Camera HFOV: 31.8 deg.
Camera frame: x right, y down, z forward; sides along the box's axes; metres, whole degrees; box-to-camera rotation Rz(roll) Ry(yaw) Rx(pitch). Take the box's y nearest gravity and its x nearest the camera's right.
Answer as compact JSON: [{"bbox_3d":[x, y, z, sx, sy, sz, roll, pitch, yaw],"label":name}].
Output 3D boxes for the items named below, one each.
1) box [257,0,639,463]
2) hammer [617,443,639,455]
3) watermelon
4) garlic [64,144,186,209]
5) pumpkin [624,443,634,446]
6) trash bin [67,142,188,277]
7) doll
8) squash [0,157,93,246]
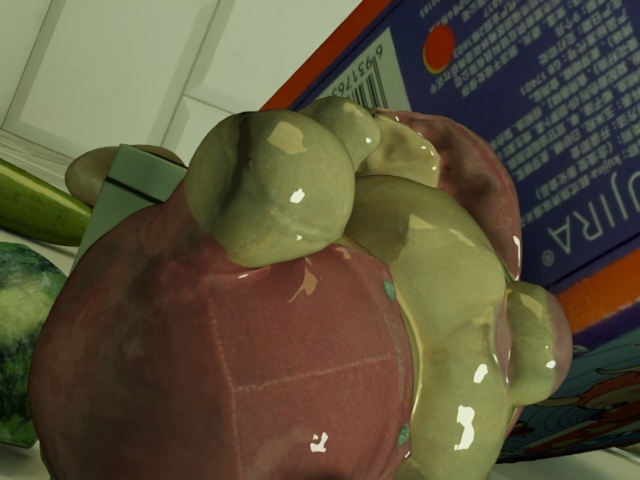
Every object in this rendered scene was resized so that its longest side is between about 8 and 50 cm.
[{"bbox_3d":[0.191,-0.035,0.659,0.319,0.256,0.349,4,-27,-35],"label":"box"},{"bbox_3d":[0.348,0.233,1.328,0.365,0.043,0.111,24,-1,-44],"label":"hammer"},{"bbox_3d":[-0.139,0.042,0.451,0.085,0.092,0.072,30,-41,-26],"label":"watermelon"},{"bbox_3d":[-0.214,-0.050,1.606,0.279,0.132,0.325,31,1,-34],"label":"garlic"},{"bbox_3d":[0.207,0.069,1.024,0.315,0.238,0.315,21,-31,14],"label":"pumpkin"},{"bbox_3d":[-0.089,0.022,0.644,0.116,0.130,0.059,23,2,32],"label":"trash bin"},{"bbox_3d":[0.013,0.044,0.436,0.152,0.196,0.256,22,8,21],"label":"doll"},{"bbox_3d":[-0.304,-0.043,1.108,0.201,0.066,0.066,22,2,-11],"label":"squash"}]
